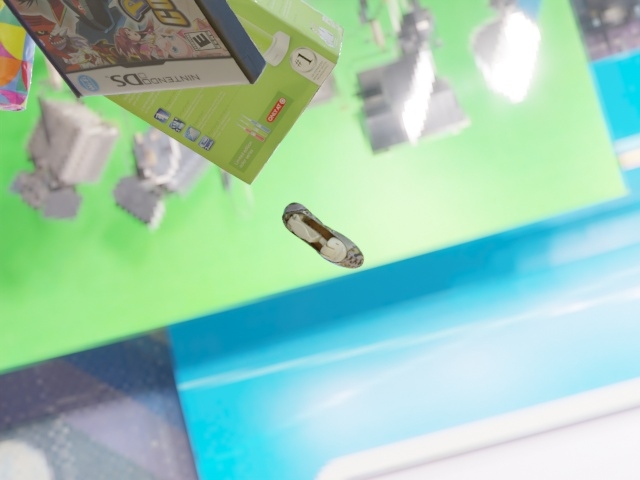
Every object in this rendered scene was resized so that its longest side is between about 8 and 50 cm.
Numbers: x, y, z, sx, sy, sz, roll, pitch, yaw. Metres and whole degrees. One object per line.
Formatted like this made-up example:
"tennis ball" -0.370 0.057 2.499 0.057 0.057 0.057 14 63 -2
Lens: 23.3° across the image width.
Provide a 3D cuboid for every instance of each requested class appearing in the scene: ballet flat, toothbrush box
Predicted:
"ballet flat" 0.000 0.000 1.832 0.041 0.114 0.041 -53 -1 -2
"toothbrush box" -0.144 -0.236 1.890 0.206 0.283 0.122 -55 12 23

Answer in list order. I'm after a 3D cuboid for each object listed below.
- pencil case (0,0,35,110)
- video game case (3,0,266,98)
"pencil case" -0.405 -0.274 1.938 0.104 0.236 0.104 10 0 0
"video game case" -0.217 -0.250 1.506 0.248 0.035 0.275 0 -41 37
